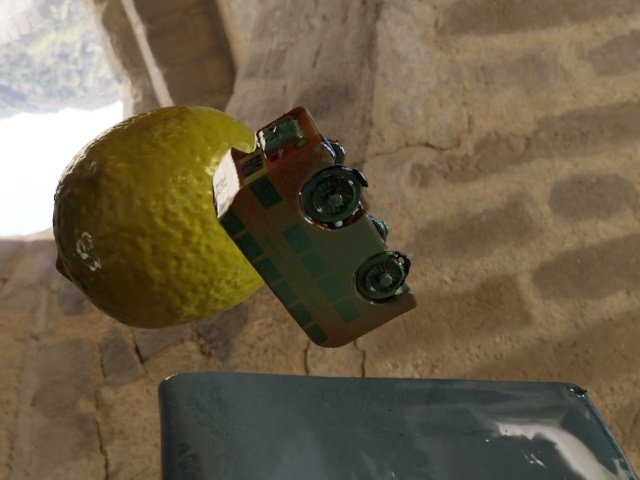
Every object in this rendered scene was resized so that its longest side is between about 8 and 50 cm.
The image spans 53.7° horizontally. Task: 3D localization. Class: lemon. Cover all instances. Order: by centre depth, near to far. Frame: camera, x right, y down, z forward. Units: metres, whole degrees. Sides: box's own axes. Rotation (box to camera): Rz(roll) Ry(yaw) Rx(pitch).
[{"bbox_3d":[-0.205,-0.033,0.904,0.336,0.335,0.336,-15,-157,6],"label":"lemon"}]

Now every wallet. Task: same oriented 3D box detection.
[{"bbox_3d":[0.060,0.176,0.320,0.291,0.054,0.251,5,-140,-14],"label":"wallet"}]

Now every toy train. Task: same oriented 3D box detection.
[{"bbox_3d":[0.000,0.000,0.458,0.099,0.188,0.072,-31,-145,2],"label":"toy train"}]
